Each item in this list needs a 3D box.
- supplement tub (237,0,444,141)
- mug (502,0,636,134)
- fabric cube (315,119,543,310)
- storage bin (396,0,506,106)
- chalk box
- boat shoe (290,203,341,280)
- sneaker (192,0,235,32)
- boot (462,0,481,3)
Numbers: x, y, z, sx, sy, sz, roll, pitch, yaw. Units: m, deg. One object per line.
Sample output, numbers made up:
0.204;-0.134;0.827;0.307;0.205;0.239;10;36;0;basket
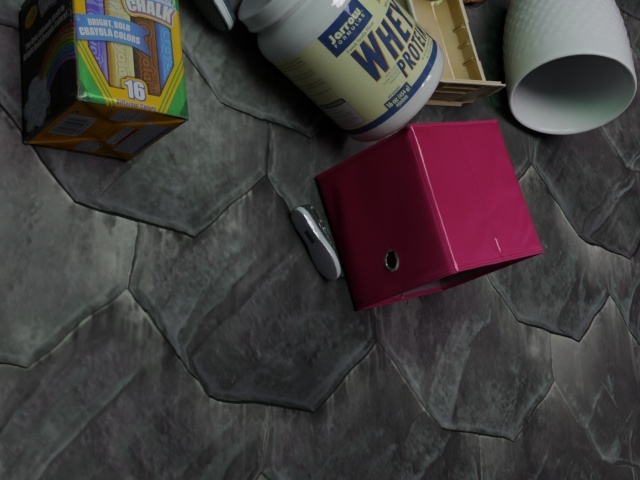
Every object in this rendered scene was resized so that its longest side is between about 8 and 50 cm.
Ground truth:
0.037;-0.357;1.773;0.325;0.235;0.235;40;50;-26;supplement tub
0.561;-0.426;2.290;0.374;0.276;0.328;56;29;-53;mug
0.190;-0.046;1.777;0.259;0.254;0.258;-10;80;-43;fabric cube
0.239;-0.421;2.068;0.260;0.123;0.262;-5;76;-42;storage bin
-0.322;-0.290;1.471;0.179;0.180;0.289;8;69;-39;chalk box
0.000;0.000;1.732;0.040;0.049;0.142;-31;92;-45;boat shoe
-0.165;-0.487;1.712;0.163;0.086;0.226;-37;113;-21;sneaker
0.318;-0.630;2.265;0.152;0.073;0.197;-25;87;-41;boot
